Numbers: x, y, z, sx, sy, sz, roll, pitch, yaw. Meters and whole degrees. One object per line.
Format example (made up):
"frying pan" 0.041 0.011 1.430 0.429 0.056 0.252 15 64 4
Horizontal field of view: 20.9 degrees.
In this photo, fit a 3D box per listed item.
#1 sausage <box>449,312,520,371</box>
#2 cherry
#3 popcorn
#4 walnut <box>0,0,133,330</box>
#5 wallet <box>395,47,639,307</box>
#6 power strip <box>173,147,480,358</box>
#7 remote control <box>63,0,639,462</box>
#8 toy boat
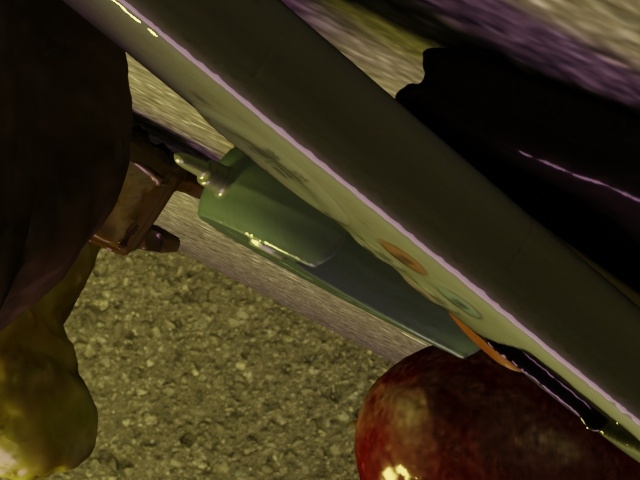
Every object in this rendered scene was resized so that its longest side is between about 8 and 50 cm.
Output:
"sausage" 0.101 0.036 0.944 0.062 0.054 0.183 -4 162 18
"cherry" 0.154 0.187 1.455 0.300 0.203 0.230 11 169 18
"popcorn" -0.302 0.011 1.314 0.292 0.334 0.293 3 158 9
"walnut" -0.197 -0.047 0.660 0.248 0.248 0.248 27 175 2
"wallet" 0.132 0.020 0.633 0.165 0.042 0.309 25 173 24
"power strip" 0.000 0.000 1.113 0.167 0.054 0.253 22 174 39
"remote control" 0.011 -0.025 0.540 0.309 0.038 0.090 39 173 -12
"toy boat" -0.220 -0.082 1.226 0.310 0.089 0.115 27 -166 -13
